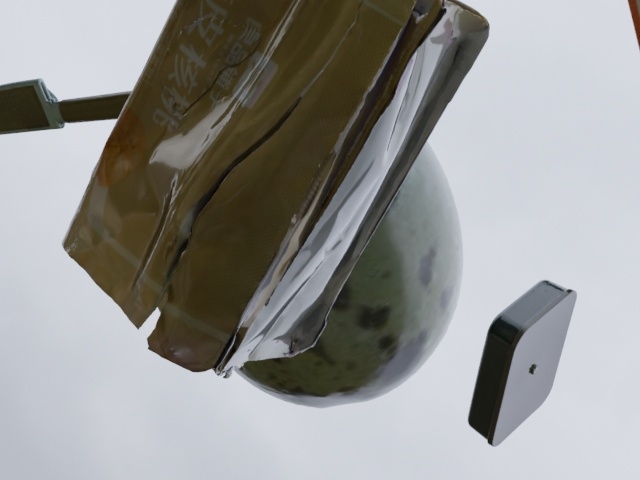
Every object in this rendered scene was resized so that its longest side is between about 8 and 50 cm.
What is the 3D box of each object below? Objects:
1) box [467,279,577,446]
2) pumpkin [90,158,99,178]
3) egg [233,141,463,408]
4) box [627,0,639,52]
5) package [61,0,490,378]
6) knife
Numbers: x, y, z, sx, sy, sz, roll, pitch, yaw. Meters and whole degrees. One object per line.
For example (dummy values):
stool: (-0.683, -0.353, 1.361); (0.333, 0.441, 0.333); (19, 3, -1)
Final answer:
box: (0.156, 0.094, 1.008); (0.031, 0.091, 0.126); (31, -44, 29)
pumpkin: (-0.222, -0.066, 1.839); (0.220, 0.220, 0.162); (26, -39, 22)
egg: (0.000, 0.000, 1.581); (0.345, 0.345, 0.428); (8, -58, 36)
box: (0.478, -0.295, 1.186); (0.348, 0.257, 0.319); (-19, -103, 35)
package: (-0.041, -0.069, 0.912); (0.221, 0.165, 0.311); (30, -78, -2)
knife: (-0.307, -0.153, 1.439); (0.343, 0.027, 0.061); (-2, -61, 36)
